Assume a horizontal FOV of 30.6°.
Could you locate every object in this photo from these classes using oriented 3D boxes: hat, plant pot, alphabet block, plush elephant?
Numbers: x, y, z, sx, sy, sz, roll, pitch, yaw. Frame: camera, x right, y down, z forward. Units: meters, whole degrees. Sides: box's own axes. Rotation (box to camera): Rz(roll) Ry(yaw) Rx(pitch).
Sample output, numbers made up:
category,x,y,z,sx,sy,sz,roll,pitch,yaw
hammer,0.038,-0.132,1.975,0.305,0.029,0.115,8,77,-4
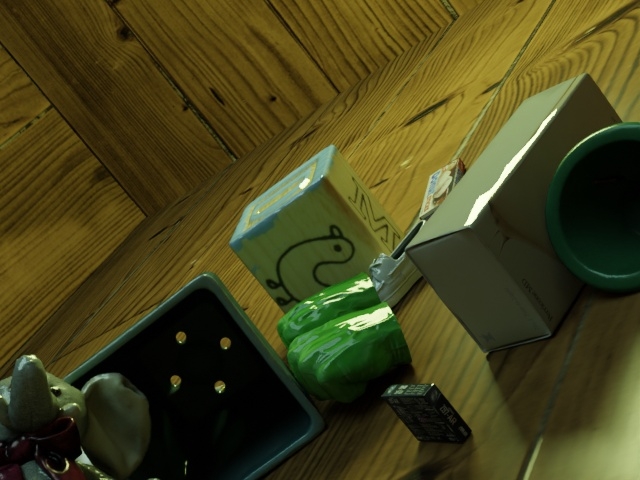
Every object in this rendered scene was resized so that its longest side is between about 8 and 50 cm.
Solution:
category,x,y,z,sx,sy,sz,roll,pitch,yaw
hat,0.375,-0.039,1.253,0.208,0.173,0.183,-28,-18,39
plant pot,-0.167,0.189,1.548,0.247,0.247,0.252,-37,9,2
alphabet block,0.000,0.000,1.811,0.192,0.197,0.193,-35,13,18
plush elephant,-0.315,0.245,1.305,0.271,0.256,0.330,-6,-20,-15

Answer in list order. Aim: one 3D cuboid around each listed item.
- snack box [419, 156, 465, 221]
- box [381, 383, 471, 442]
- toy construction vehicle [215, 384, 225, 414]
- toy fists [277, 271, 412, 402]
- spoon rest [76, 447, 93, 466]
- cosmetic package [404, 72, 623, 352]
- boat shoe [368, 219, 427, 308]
category,x,y,z,sx,sy,sz,roll,pitch,yaw
snack box,0.201,-0.082,1.921,0.064,0.022,0.178,-35,14,23
box,0.108,0.178,1.202,0.018,0.067,0.083,-45,13,-26
toy construction vehicle,-0.147,0.255,1.722,0.086,0.035,0.098,-27,26,44
toy fists,0.024,0.130,1.510,0.142,0.096,0.279,-21,16,-2
spoon rest,-0.367,0.329,2.011,0.137,0.084,0.276,-31,28,35
cosmetic package,0.248,-0.037,1.342,0.113,0.160,0.309,-22,22,50
boat shoe,0.103,0.044,1.672,0.184,0.063,0.066,-42,14,-11
